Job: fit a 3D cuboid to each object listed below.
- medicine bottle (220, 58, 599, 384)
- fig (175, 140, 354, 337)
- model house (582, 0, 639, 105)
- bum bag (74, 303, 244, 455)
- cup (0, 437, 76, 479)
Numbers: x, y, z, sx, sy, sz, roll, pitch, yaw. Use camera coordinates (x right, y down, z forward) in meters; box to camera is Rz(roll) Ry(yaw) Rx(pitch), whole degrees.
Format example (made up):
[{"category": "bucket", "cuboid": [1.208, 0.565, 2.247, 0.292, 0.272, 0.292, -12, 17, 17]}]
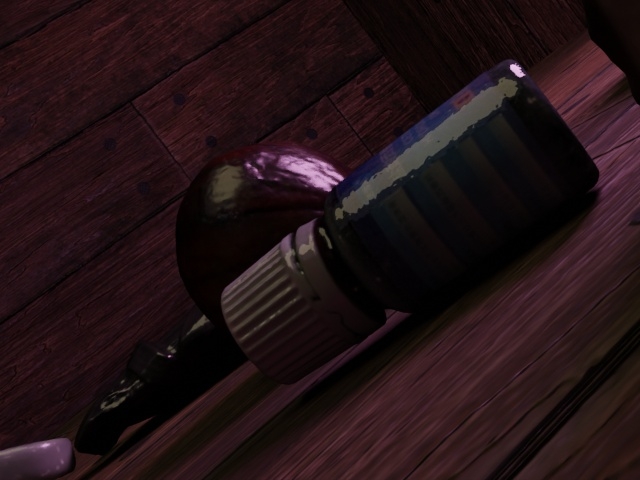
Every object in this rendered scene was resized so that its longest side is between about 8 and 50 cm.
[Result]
[{"category": "medicine bottle", "cuboid": [0.043, -0.004, 0.530, 0.203, 0.083, 0.083, -39, 2, 13]}, {"category": "fig", "cuboid": [-0.025, -0.008, 0.719, 0.149, 0.148, 0.202, -2, -26, -21]}, {"category": "model house", "cuboid": [0.214, -0.216, 0.423, 0.237, 0.237, 0.202, -29, 1, 42]}, {"category": "bum bag", "cuboid": [-0.117, 0.095, 0.986, 0.326, 0.079, 0.142, -36, 6, 5]}, {"category": "cup", "cuboid": [-0.362, 0.241, 0.980, 0.258, 0.186, 0.234, -13, -8, -5]}]
